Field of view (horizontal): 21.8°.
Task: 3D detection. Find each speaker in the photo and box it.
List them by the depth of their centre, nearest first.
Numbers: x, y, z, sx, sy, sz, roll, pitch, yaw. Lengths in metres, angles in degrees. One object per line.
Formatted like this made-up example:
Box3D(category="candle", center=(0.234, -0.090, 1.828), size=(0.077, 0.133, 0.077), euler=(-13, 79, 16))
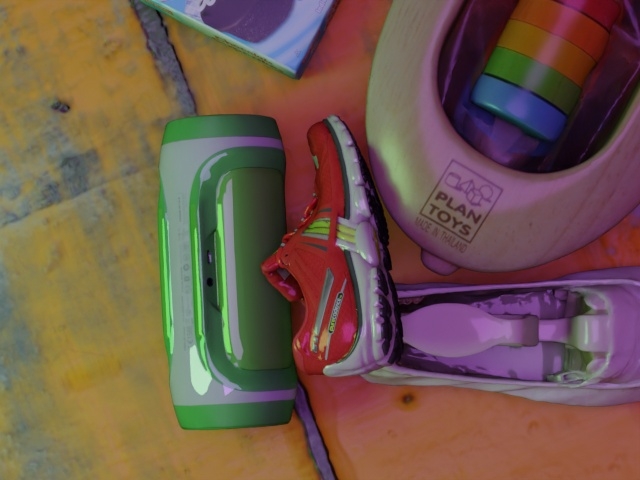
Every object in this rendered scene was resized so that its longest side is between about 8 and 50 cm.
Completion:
Box3D(category="speaker", center=(-0.090, 0.032, 1.607), size=(0.131, 0.131, 0.296), euler=(-3, 86, 2))

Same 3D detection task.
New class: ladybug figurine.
Box3D(category="ladybug figurine", center=(0.211, -0.168, 1.586), size=(0.305, 0.162, 0.449), euler=(32, 88, 3))

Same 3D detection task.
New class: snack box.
Box3D(category="snack box", center=(-0.032, -0.345, 1.659), size=(0.187, 0.060, 0.322), euler=(27, 88, 4))

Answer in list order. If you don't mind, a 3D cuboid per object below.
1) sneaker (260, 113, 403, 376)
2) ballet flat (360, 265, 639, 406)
Box3D(category="sneaker", center=(0.000, 0.000, 1.541), size=(0.118, 0.107, 0.279), euler=(-13, 54, 8))
Box3D(category="ballet flat", center=(0.213, 0.092, 1.588), size=(0.400, 0.139, 0.139), euler=(-1, 87, 2))
